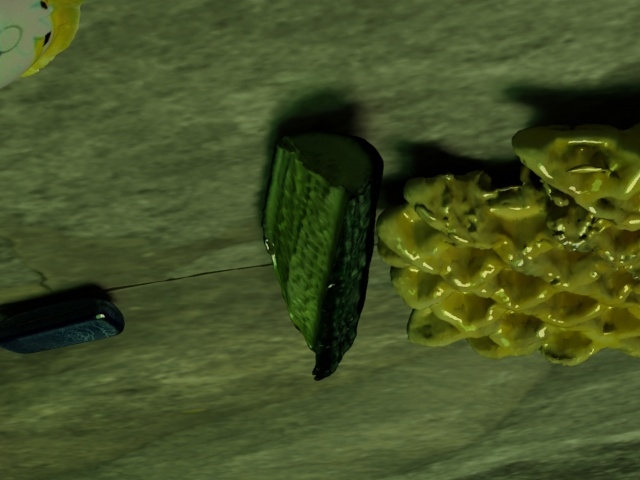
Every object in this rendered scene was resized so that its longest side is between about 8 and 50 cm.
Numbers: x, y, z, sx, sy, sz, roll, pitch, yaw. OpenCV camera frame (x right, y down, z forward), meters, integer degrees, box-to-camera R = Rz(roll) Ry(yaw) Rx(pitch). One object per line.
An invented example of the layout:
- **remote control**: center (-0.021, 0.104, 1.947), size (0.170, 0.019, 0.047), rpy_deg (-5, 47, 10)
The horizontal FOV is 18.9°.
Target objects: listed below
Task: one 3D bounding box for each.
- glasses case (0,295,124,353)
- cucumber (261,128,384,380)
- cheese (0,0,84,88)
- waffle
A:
- **glasses case**: center (-0.158, 0.050, 1.167), size (0.083, 0.023, 0.033), rpy_deg (-13, 155, 24)
- **cucumber**: center (0.000, 0.000, 1.043), size (0.046, 0.070, 0.220), rpy_deg (-35, 159, -21)
- **cheese**: center (-0.149, -0.112, 0.815), size (0.250, 0.064, 0.156), rpy_deg (-15, 151, 29)
- **waffle**: center (0.161, 0.004, 1.059), size (0.261, 0.056, 0.250), rpy_deg (-3, 153, -1)
